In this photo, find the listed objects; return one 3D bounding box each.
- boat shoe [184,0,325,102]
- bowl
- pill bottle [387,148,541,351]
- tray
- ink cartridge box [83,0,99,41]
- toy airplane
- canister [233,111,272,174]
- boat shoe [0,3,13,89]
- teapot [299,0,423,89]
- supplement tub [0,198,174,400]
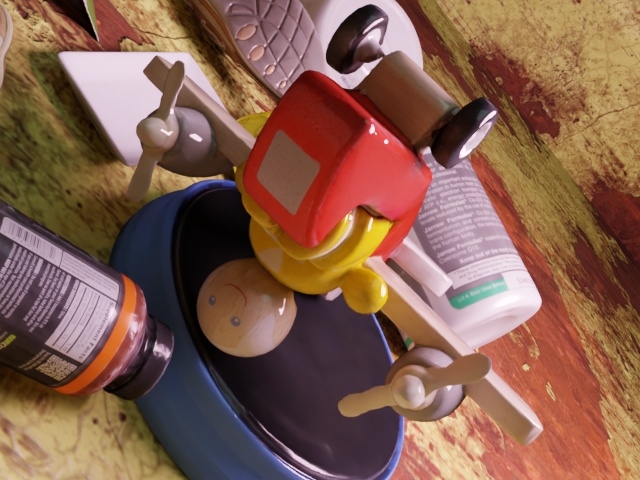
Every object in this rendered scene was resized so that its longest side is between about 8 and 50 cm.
[{"bbox_3d":[-0.106,-0.319,1.245,0.324,0.123,0.116,56,-19,8],"label":"boat shoe"},{"bbox_3d":[-0.048,0.107,0.910,0.391,0.077,0.391,41,29,-29],"label":"bowl"},{"bbox_3d":[0.155,-0.020,1.271,0.204,0.204,0.361,10,51,-57],"label":"pill bottle"},{"bbox_3d":[-0.194,-0.155,1.014,0.145,0.030,0.270,58,25,2],"label":"tray"},{"bbox_3d":[-0.334,-0.360,0.953,0.255,0.097,0.189,81,-8,-59],"label":"ink cartridge box"},{"bbox_3d":[0.000,0.000,0.790,0.384,0.272,0.386,53,-13,-30],"label":"toy airplane"},{"bbox_3d":[-0.047,-0.109,1.142,0.170,0.073,0.126,-29,110,-67],"label":"canister"},{"bbox_3d":[-0.319,-0.182,0.800,0.045,0.050,0.135,37,31,-46],"label":"boat shoe"},{"bbox_3d":[0.032,-0.279,1.401,0.252,0.187,0.256,4,82,-37],"label":"teapot"},{"bbox_3d":[-0.208,0.052,0.657,0.198,0.106,0.106,38,31,-35],"label":"supplement tub"}]
